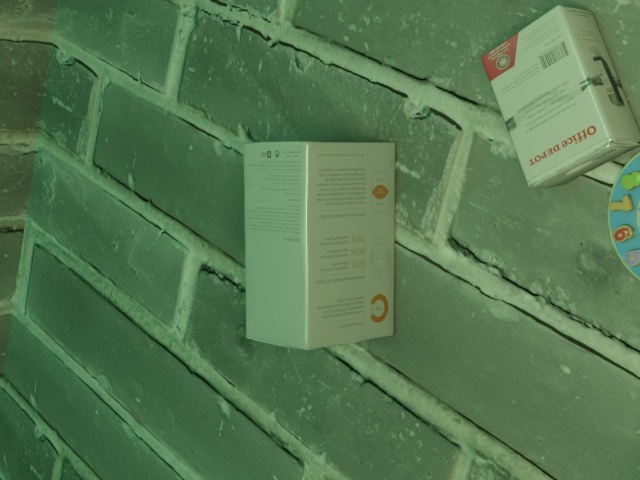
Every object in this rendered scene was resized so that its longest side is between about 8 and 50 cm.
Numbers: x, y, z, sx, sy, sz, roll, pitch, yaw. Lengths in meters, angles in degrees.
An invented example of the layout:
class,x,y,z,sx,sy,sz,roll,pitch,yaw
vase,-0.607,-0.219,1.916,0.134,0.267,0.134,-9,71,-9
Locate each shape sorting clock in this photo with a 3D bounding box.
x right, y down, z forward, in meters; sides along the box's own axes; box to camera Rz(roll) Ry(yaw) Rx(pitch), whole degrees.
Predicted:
class,x,y,z,sx,sy,sz,roll,pitch,yaw
shape sorting clock,0.480,-0.031,1.432,0.206,0.040,0.206,5,97,46

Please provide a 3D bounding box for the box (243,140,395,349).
class,x,y,z,sx,sy,sz,roll,pitch,yaw
box,0.000,0.000,1.821,0.168,0.215,0.345,5,97,47

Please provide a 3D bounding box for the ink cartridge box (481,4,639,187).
class,x,y,z,sx,sy,sz,roll,pitch,yaw
ink cartridge box,0.349,-0.204,1.519,0.158,0.092,0.218,-30,70,44
